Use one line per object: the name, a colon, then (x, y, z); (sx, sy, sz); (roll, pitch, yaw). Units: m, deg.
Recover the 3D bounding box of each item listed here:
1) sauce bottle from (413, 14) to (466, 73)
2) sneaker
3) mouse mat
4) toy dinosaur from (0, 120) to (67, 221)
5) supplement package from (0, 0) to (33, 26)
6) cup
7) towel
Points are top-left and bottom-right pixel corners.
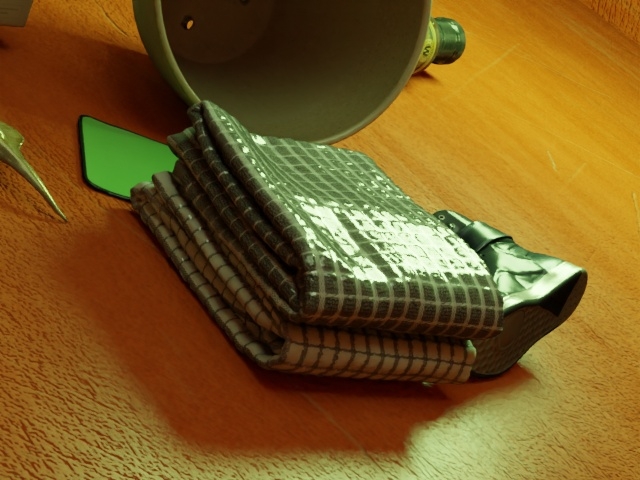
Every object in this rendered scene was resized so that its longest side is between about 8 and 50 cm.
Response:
sauce bottle: (0.096, -0.283, 2.063); (0.111, 0.111, 0.344); (38, 26, 23)
sneaker: (0.140, 0.048, 1.444); (0.163, 0.086, 0.226); (29, 29, 25)
mouse mat: (-0.144, -0.059, 1.433); (0.189, 0.007, 0.153); (19, 24, -21)
toy dinosaur: (-0.287, -0.087, 1.265); (0.183, 0.053, 0.092); (41, 24, 28)
supplement package: (-0.361, -0.382, 1.452); (0.175, 0.293, 0.177); (37, 24, 31)
cup: (-0.079, -0.275, 1.639); (0.331, 0.331, 0.237); (14, 1, -32)
towel: (0.000, 0.000, 1.307); (0.235, 0.121, 0.284); (5, 33, -40)
